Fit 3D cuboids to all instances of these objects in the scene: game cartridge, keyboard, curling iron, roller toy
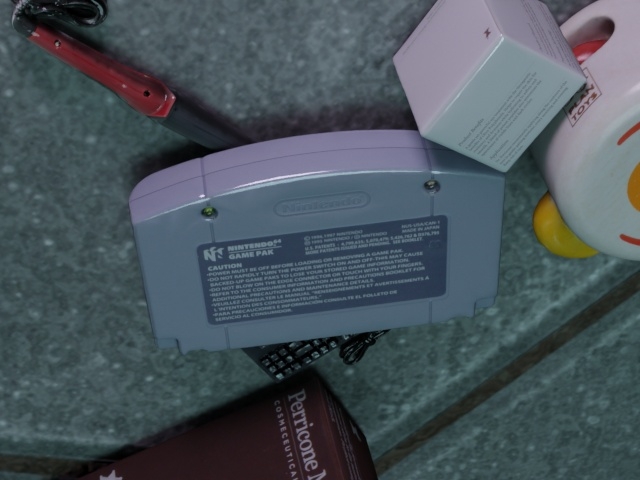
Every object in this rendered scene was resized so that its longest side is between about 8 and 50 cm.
[{"bbox_3d":[0.000,0.000,1.173,0.294,0.060,0.196,-7,140,-4],"label":"game cartridge"},{"bbox_3d":[0.022,0.070,1.292,0.180,0.023,0.108,-32,130,16],"label":"keyboard"},{"bbox_3d":[-0.119,-0.116,1.085,0.068,0.035,0.274,-37,128,19],"label":"curling iron"},{"bbox_3d":[0.259,-0.085,1.126,0.209,0.146,0.191,-13,132,-1],"label":"roller toy"}]

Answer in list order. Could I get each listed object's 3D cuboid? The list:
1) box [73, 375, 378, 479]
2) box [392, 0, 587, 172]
[{"bbox_3d":[-0.128,0.300,1.339,0.381,0.191,0.143,-24,138,8],"label":"box"},{"bbox_3d":[0.124,-0.128,1.087,0.087,0.102,0.101,20,124,-30],"label":"box"}]
